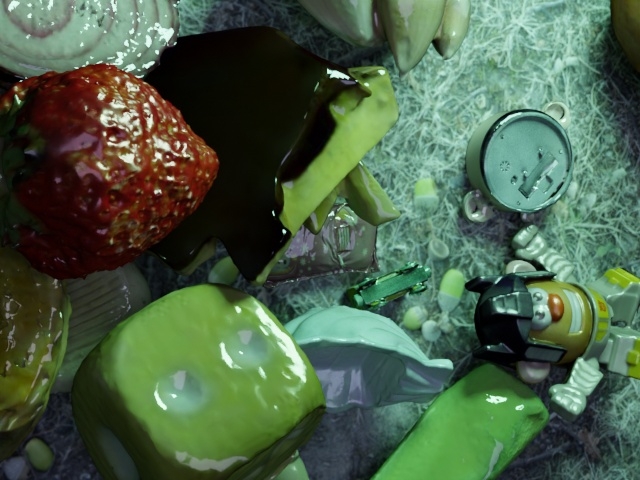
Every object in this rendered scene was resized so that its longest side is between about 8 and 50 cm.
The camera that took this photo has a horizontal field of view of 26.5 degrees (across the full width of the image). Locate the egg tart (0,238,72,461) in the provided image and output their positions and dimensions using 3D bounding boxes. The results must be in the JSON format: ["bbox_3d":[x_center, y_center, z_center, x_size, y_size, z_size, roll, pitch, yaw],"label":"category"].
[{"bbox_3d":[-0.517,0.091,1.604,0.443,0.178,0.443,0,82,3],"label":"egg tart"}]

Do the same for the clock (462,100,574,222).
[{"bbox_3d":[0.294,-0.114,1.979,0.155,0.063,0.229,46,79,-13],"label":"clock"}]

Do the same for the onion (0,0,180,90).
[{"bbox_3d":[-0.327,-0.281,1.726,0.280,0.146,0.314,16,55,-23],"label":"onion"}]

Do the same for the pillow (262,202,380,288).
[{"bbox_3d":[0.000,0.000,1.899,0.185,0.043,0.118,-5,99,-14],"label":"pillow"}]

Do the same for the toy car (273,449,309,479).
[{"bbox_3d":[-0.117,0.442,1.775,0.242,0.226,0.335,-7,94,-18],"label":"toy car"}]

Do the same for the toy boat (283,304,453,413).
[{"bbox_3d":[0.030,0.160,1.856,0.290,0.199,0.100,11,55,-18],"label":"toy boat"}]

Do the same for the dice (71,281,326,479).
[{"bbox_3d":[-0.150,0.207,1.651,0.233,0.238,0.227,-30,71,-29],"label":"dice"}]

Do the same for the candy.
[{"bbox_3d":[0.175,0.327,1.926,0.142,0.132,0.343,37,75,28],"label":"candy"}]

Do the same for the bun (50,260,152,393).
[{"bbox_3d":[-0.325,0.087,1.747,0.231,0.133,0.231,0,87,6],"label":"bun"}]

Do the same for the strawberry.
[{"bbox_3d":[-0.248,-0.081,1.560,0.277,0.257,0.257,-8,94,-31],"label":"strawberry"}]

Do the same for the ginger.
[{"bbox_3d":[-0.110,-0.081,1.762,0.414,0.211,0.358,0,66,18],"label":"ginger"}]

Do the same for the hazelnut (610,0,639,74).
[{"bbox_3d":[0.610,-0.345,1.946,0.366,0.366,0.365,0,92,-18],"label":"hazelnut"}]

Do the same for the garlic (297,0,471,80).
[{"bbox_3d":[0.074,-0.368,1.798,0.279,0.132,0.325,14,43,-12],"label":"garlic"}]

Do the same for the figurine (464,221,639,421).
[{"bbox_3d":[0.337,0.120,1.942,0.309,0.308,0.143,9,129,-18],"label":"figurine"}]

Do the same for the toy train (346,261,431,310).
[{"bbox_3d":[0.095,0.067,1.909,0.122,0.081,0.050,-21,89,-17],"label":"toy train"}]
